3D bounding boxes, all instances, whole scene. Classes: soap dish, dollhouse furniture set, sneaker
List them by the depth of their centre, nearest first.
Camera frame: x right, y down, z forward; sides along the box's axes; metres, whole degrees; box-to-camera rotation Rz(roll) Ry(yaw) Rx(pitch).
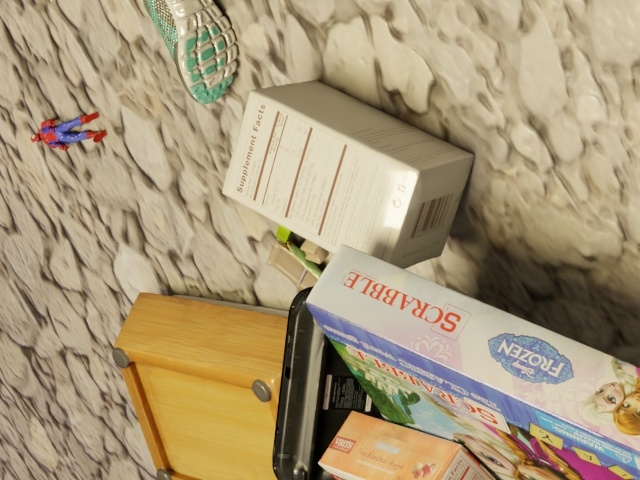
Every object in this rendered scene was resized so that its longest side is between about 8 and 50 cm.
[{"bbox_3d":[-0.131,-0.211,1.321,0.076,0.065,0.166,17,126,55],"label":"sneaker"},{"bbox_3d":[0.000,0.000,1.362,0.076,0.058,0.151,39,157,5],"label":"dollhouse furniture set"},{"bbox_3d":[-0.082,0.182,1.491,0.291,0.118,0.229,7,122,41],"label":"soap dish"}]

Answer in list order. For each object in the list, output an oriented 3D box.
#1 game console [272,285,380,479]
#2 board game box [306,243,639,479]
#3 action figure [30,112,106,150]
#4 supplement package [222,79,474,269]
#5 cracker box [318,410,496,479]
[{"bbox_3d":[0.016,0.225,1.365,0.044,0.213,0.361,20,105,63],"label":"game console"},{"bbox_3d":[0.174,0.156,1.165,0.319,0.066,0.318,23,160,31],"label":"board game box"},{"bbox_3d":[-0.285,-0.119,1.542,0.115,0.030,0.038,-4,119,46],"label":"action figure"},{"bbox_3d":[0.023,-0.058,1.219,0.179,0.105,0.105,29,116,26],"label":"supplement package"},{"bbox_3d":[0.125,0.262,1.307,0.156,0.067,0.232,9,148,53],"label":"cracker box"}]
